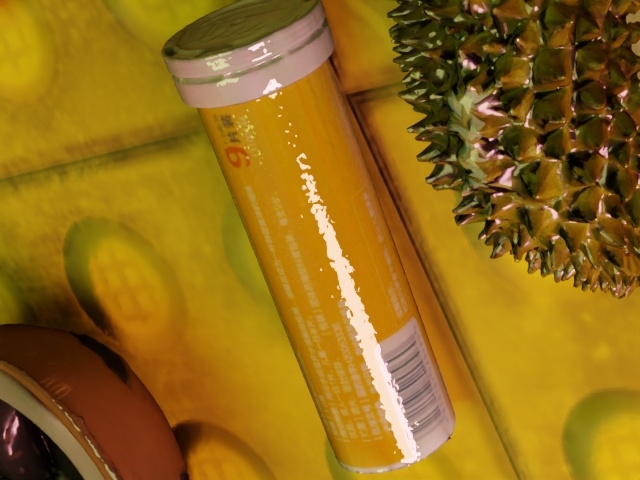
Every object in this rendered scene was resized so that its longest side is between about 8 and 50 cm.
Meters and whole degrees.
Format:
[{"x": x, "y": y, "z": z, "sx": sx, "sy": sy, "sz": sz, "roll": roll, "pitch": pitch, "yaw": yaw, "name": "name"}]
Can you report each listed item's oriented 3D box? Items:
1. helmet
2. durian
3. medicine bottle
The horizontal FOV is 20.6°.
[{"x": -0.157, "y": 0.126, "z": 0.972, "sx": 0.224, "sy": 0.130, "sz": 0.198, "roll": -24, "pitch": 104, "yaw": 36, "name": "helmet"}, {"x": 0.073, "y": -0.068, "z": 0.671, "sx": 0.137, "sy": 0.095, "sz": 0.220, "roll": 6, "pitch": 116, "yaw": 36, "name": "durian"}, {"x": 0.000, "y": 0.000, "z": 0.795, "sx": 0.074, "sy": 0.074, "sz": 0.218, "roll": -1, "pitch": 119, "yaw": 40, "name": "medicine bottle"}]
